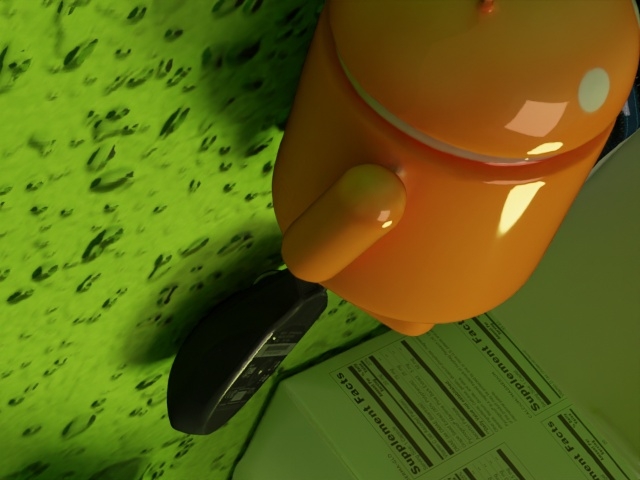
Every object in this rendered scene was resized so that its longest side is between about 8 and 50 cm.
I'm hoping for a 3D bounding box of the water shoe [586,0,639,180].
[{"bbox_3d":[0.142,-0.085,0.782,0.203,0.073,0.080,-54,165,23],"label":"water shoe"}]

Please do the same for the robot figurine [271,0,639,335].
[{"bbox_3d":[0.052,-0.050,0.653,0.158,0.128,0.219,-10,147,-22],"label":"robot figurine"}]

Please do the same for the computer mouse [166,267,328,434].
[{"bbox_3d":[0.000,0.000,0.797,0.242,0.041,0.071,-49,167,4],"label":"computer mouse"}]

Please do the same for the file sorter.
[{"bbox_3d":[0.234,-0.040,0.882,0.278,0.193,0.173,-48,159,20],"label":"file sorter"}]

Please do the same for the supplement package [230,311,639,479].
[{"bbox_3d":[0.100,0.172,1.049,0.262,0.198,0.199,-23,152,-36],"label":"supplement package"}]
